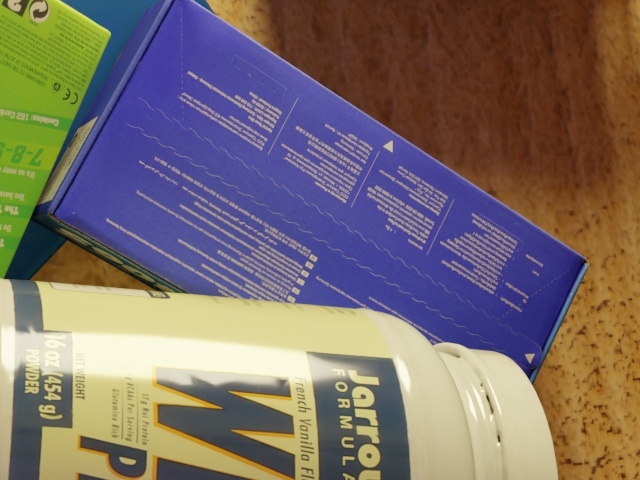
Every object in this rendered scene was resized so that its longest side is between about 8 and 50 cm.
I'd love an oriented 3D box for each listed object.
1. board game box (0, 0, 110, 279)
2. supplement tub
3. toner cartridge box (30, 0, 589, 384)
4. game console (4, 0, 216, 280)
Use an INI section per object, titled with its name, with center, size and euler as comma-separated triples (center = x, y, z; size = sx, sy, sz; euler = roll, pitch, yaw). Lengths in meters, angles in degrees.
[board game box]
center = -0.225, -0.034, 0.804
size = 0.124, 0.039, 0.259
euler = 29, 79, -46
[supplement tub]
center = -0.058, 0.148, 0.757
size = 0.325, 0.235, 0.235
euler = 6, 76, -18
[toner cartridge box]
center = 0.000, 0.000, 0.911
size = 0.348, 0.075, 0.165
euler = 32, 79, -19
[game console]
center = -0.246, -0.133, 0.895
size = 0.250, 0.173, 0.293
euler = 31, 65, 20
